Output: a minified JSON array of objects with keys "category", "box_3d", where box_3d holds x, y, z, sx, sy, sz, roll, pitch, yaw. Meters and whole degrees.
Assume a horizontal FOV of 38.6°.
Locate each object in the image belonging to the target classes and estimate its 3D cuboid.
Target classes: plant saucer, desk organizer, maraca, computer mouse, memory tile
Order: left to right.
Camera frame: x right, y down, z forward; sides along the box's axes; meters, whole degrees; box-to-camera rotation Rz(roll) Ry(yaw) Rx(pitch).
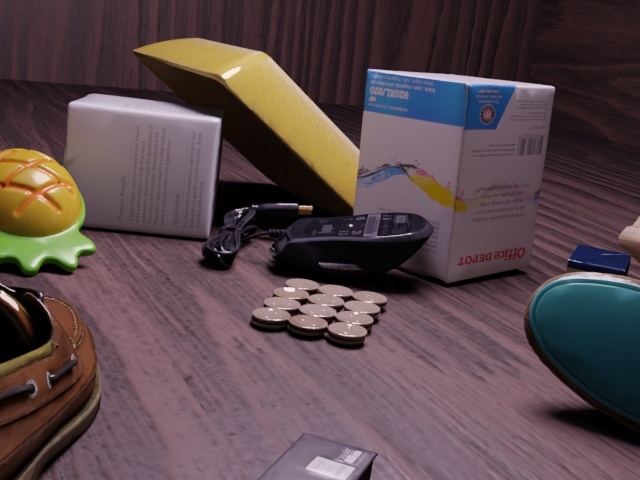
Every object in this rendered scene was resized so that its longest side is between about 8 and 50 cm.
[{"category":"maraca","box_3d":[-0.311,-0.030,0.975,0.127,0.099,0.185,-8,45,-30]},{"category":"plant saucer","box_3d":[-0.077,-0.173,1.311,0.333,0.081,0.333,42,-7,-33]},{"category":"desk organizer","box_3d":[-0.015,0.152,0.476,0.047,0.050,0.130,12,15,19]},{"category":"computer mouse","box_3d":[0.000,0.000,1.086,0.262,0.060,0.184,-4,18,3]},{"category":"memory tile","box_3d":[0.001,0.068,0.899,0.113,0.012,0.148,10,15,12]}]

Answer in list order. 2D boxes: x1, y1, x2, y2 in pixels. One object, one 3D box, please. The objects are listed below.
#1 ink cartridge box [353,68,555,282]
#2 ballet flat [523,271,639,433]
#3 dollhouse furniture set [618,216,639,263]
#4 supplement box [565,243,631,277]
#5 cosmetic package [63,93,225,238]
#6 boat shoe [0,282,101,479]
[{"category":"ink cartridge box","box_3d":[0.160,-0.085,1.135,0.171,0.232,0.168,-6,17,-42]},{"category":"ballet flat","box_3d":[0.329,0.116,0.709,0.342,0.116,0.124,16,-4,31]},{"category":"dollhouse furniture set","box_3d":[0.491,0.040,0.729,0.394,0.256,0.362,41,1,-9]},{"category":"supplement box","box_3d":[0.279,0.056,0.934,0.056,0.083,0.083,12,15,21]},{"category":"cosmetic package","box_3d":[-0.221,-0.098,1.164,0.184,0.151,0.151,7,13,-5]},{"category":"boat shoe","box_3d":[-0.198,0.076,0.576,0.111,0.104,0.307,5,14,-8]}]
